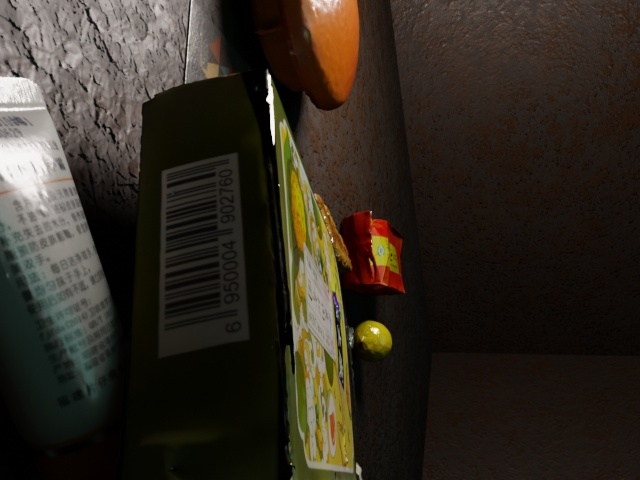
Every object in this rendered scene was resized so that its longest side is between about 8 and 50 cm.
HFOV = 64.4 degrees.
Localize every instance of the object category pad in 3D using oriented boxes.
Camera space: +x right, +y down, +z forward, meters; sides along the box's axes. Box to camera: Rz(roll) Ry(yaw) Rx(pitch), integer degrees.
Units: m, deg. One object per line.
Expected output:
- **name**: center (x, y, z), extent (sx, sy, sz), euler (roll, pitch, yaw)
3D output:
- **pad**: center (-0.139, -0.231, 0.751), extent (0.211, 0.003, 0.143), euler (32, 57, -68)

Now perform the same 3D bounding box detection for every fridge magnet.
- **fridge magnet**: center (-0.015, -0.418, 0.917), extent (0.363, 0.155, 0.364), euler (-3, 90, -73)

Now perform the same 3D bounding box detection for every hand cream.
- **hand cream**: center (-0.204, 0.035, 0.370), extent (0.140, 0.089, 0.314), euler (-54, 135, -76)

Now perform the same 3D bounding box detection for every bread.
- **bread**: center (0.000, 0.000, 1.030), extent (0.233, 0.076, 0.105), euler (59, 20, -43)

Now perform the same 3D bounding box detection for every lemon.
- **lemon**: center (0.138, 0.272, 1.366), extent (0.133, 0.109, 0.109), euler (37, 51, -56)

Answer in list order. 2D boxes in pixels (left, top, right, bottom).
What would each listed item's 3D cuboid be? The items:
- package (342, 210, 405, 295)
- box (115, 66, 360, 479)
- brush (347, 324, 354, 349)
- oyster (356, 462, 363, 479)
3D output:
- **package**: center (0.152, 0.050, 1.418), extent (0.423, 0.123, 0.196), euler (25, 61, -70)
- **box**: center (-0.055, 0.094, 0.576), extent (0.420, 0.138, 0.373), euler (69, 13, -62)
- **brush**: center (0.060, 0.284, 1.253), extent (0.190, 0.027, 0.034), euler (-69, 149, -50)
- **oyster**: center (0.007, 0.509, 0.929), extent (0.351, 0.114, 0.238), euler (-81, 151, -46)
